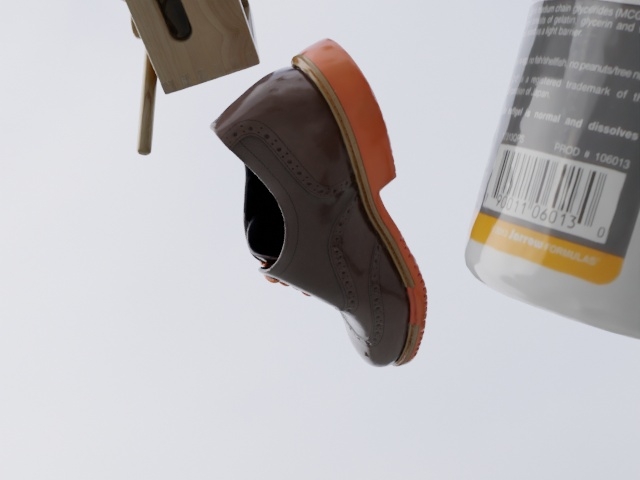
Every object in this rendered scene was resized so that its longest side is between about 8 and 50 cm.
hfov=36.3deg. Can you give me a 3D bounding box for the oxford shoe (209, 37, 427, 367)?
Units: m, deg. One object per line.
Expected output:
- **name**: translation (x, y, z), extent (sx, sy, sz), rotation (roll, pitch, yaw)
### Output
- **oxford shoe**: translation (0.000, 0.000, 0.636), extent (0.098, 0.097, 0.271), rotation (-30, -47, -11)

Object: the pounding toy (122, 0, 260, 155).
- **pounding toy**: translation (-0.103, -0.159, 0.684), extent (0.100, 0.130, 0.141), rotation (-17, -58, 3)

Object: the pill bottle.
- **pill bottle**: translation (0.180, -0.095, 0.477), extent (0.162, 0.162, 0.278), rotation (11, -82, -35)
